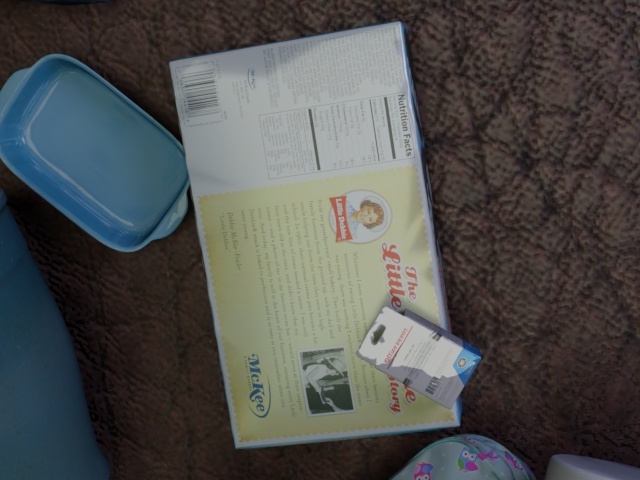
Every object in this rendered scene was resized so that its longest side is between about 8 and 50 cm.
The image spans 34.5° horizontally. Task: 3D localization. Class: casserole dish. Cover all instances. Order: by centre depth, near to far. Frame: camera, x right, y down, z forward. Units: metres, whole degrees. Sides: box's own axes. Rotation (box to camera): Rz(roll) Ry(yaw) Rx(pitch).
[{"bbox_3d":[-0.187,-0.074,0.867,0.188,0.037,0.114,38,103,3],"label":"casserole dish"}]

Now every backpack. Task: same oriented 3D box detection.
[{"bbox_3d":[0.096,0.238,0.809,0.182,0.115,0.152,-44,64,6],"label":"backpack"}]

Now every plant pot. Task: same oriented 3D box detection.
[{"bbox_3d":[-0.307,0.135,0.817,0.272,0.271,0.255,-24,107,13],"label":"plant pot"}]

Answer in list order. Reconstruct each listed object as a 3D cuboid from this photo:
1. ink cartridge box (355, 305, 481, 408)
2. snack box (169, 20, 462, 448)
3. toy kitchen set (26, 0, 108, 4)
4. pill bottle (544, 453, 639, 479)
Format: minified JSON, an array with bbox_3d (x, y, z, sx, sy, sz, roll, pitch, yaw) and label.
[{"bbox_3d":[0.074,0.086,0.785,0.083,0.028,0.048,30,100,2],"label":"ink cartridge box"},{"bbox_3d":[0.000,0.000,0.829,0.187,0.060,0.322,-7,97,10],"label":"snack box"},{"bbox_3d":[-0.286,-0.157,0.852,0.207,0.122,0.166,4,100,31],"label":"toy kitchen set"},{"bbox_3d":[0.187,0.316,0.693,0.176,0.176,0.318,12,87,9],"label":"pill bottle"}]
